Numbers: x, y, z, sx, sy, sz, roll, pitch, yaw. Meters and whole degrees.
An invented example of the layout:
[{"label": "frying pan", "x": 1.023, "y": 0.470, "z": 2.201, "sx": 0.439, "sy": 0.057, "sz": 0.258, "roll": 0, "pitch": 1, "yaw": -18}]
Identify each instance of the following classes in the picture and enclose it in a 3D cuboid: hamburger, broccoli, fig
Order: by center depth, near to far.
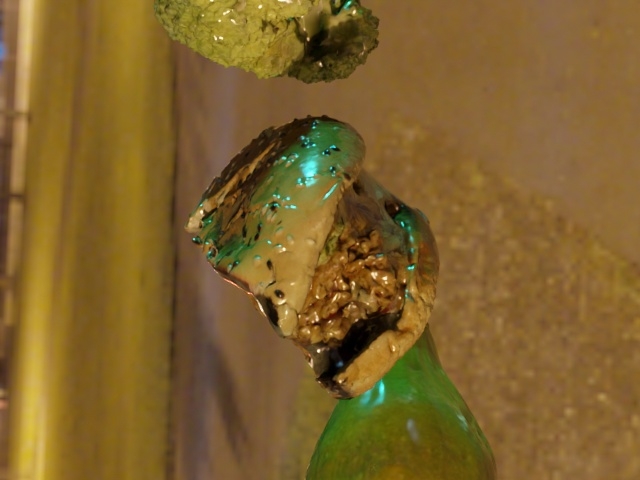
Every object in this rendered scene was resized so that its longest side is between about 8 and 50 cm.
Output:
[{"label": "hamburger", "x": 0.000, "y": 0.000, "z": 1.536, "sx": 0.192, "sy": 0.168, "sz": 0.288, "roll": -52, "pitch": 21, "yaw": 2}, {"label": "broccoli", "x": -0.016, "y": -0.260, "z": 1.683, "sx": 0.186, "sy": 0.302, "sz": 0.254, "roll": -113, "pitch": 20, "yaw": -63}, {"label": "fig", "x": 0.115, "y": 0.238, "z": 1.962, "sx": 0.314, "sy": 0.233, "sz": 0.233, "roll": -54, "pitch": -5, "yaw": -27}]
